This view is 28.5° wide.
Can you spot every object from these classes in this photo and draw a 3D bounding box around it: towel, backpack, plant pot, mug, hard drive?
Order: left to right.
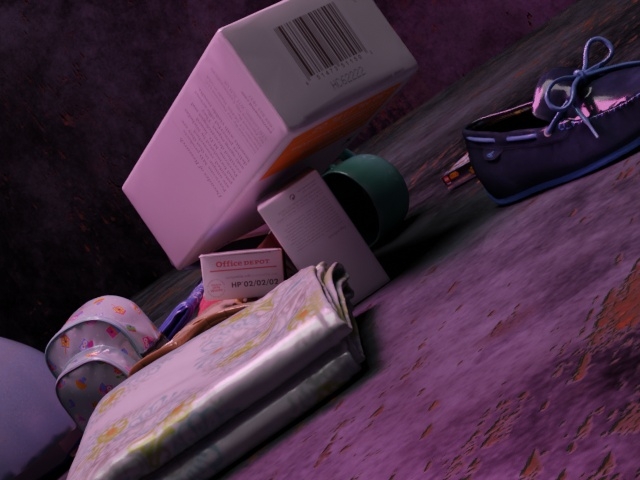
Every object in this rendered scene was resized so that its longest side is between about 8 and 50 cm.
[{"bbox_3d":[-0.520,0.261,1.964,0.290,0.195,0.290,-35,7,5],"label":"plant pot"},{"bbox_3d":[-0.461,0.345,2.100,0.210,0.040,0.319,-35,7,11],"label":"hard drive"},{"bbox_3d":[-0.291,0.179,1.762,0.166,0.188,0.144,-31,8,28],"label":"backpack"},{"bbox_3d":[-0.270,0.163,2.142,0.243,0.040,0.336,-52,4,9],"label":"towel"},{"bbox_3d":[-0.119,0.165,1.380,0.374,0.090,0.320,-35,8,5],"label":"towel"},{"bbox_3d":[0.066,-0.077,1.898,0.129,0.158,0.097,6,30,44],"label":"mug"}]

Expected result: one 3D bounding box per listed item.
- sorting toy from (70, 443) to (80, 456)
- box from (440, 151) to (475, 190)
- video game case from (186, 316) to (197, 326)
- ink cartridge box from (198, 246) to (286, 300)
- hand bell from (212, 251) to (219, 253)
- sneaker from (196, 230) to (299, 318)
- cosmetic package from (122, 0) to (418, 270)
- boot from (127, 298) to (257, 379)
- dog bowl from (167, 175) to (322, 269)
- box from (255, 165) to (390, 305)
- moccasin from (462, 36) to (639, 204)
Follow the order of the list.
[{"bbox_3d":[-0.345,0.308,1.891,0.062,0.012,0.083,-29,5,14],"label":"sorting toy"},{"bbox_3d":[0.253,-0.130,1.883,0.137,0.027,0.094,-30,8,45],"label":"box"},{"bbox_3d":[-0.177,0.128,2.274,0.173,0.022,0.190,-35,6,1],"label":"video game case"},{"bbox_3d":[-0.098,0.043,1.632,0.104,0.062,0.181,-5,0,0],"label":"ink cartridge box"},{"bbox_3d":[-0.057,0.036,2.101,0.242,0.126,0.126,-21,10,13],"label":"hand bell"},{"bbox_3d":[-0.083,0.072,1.934,0.314,0.116,0.136,-39,13,36],"label":"sneaker"},{"bbox_3d":[-0.084,-0.148,1.711,0.230,0.161,0.453,-31,-7,-31],"label":"cosmetic package"},{"bbox_3d":[-0.106,0.122,1.661,0.262,0.095,0.203,-29,4,25],"label":"boot"},{"bbox_3d":[-0.124,-0.032,2.244,0.348,0.102,0.349,-12,-8,-2],"label":"dog bowl"},{"bbox_3d":[0.000,0.000,1.620,0.091,0.170,0.130,-34,6,-1],"label":"box"},{"bbox_3d":[0.277,-0.138,1.418,0.342,0.117,0.137,-29,10,47],"label":"moccasin"}]
